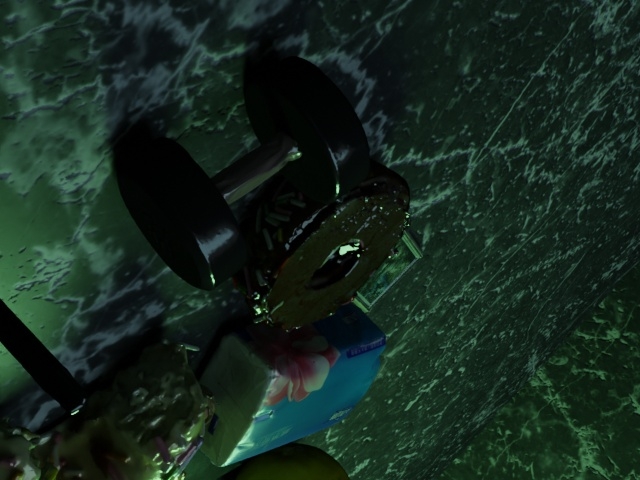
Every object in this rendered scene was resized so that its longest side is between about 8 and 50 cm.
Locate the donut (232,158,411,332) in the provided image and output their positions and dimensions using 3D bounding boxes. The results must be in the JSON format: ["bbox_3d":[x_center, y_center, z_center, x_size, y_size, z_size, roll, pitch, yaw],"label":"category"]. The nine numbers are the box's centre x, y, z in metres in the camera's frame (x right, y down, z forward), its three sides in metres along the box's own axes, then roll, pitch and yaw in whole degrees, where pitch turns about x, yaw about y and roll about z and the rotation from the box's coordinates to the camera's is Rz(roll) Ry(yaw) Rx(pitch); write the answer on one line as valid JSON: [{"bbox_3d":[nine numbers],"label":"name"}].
[{"bbox_3d":[0.000,0.000,1.279,0.269,0.103,0.270,-33,152,-20],"label":"donut"}]

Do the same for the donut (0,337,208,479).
[{"bbox_3d":[-0.301,0.272,1.166,0.371,0.150,0.307,-9,137,-53],"label":"donut"}]

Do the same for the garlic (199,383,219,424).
[{"bbox_3d":[-0.202,0.238,1.357,0.152,0.066,0.084,-34,-159,23],"label":"garlic"}]

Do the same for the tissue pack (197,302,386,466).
[{"bbox_3d":[-0.048,0.209,1.474,0.269,0.137,0.209,-11,140,-52],"label":"tissue pack"}]

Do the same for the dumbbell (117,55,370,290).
[{"bbox_3d":[-0.074,-0.069,1.001,0.218,0.152,0.152,-36,153,-20],"label":"dumbbell"}]

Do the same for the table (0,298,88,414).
[{"bbox_3d":[-0.310,0.036,0.639,0.317,0.249,0.317,-28,147,-20],"label":"table"}]

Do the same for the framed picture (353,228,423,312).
[{"bbox_3d":[0.098,0.046,1.601,0.142,0.011,0.183,-45,155,-1],"label":"framed picture"}]

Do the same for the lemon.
[{"bbox_3d":[-0.049,0.460,1.757,0.240,0.240,0.219,-12,109,-50],"label":"lemon"}]

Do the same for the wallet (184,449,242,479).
[{"bbox_3d":[-0.240,0.370,1.533,0.318,0.045,0.172,-30,154,-32],"label":"wallet"}]
